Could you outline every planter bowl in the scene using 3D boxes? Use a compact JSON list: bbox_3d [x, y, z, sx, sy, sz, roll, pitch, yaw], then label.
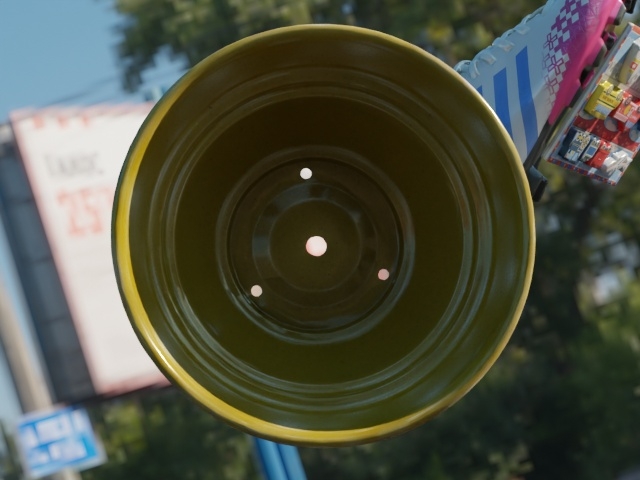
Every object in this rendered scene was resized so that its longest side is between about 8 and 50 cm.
[{"bbox_3d":[0.000,0.000,1.042,0.217,0.217,0.090,-18,-3,-4],"label":"planter bowl"}]

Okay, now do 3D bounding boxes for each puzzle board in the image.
[{"bbox_3d":[0.189,-0.081,1.224,0.096,0.011,0.128,-57,-25,11],"label":"puzzle board"}]

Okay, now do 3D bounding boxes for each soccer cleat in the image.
[{"bbox_3d":[0.183,-0.152,1.859,0.331,0.143,0.116,-62,-11,-2],"label":"soccer cleat"}]
